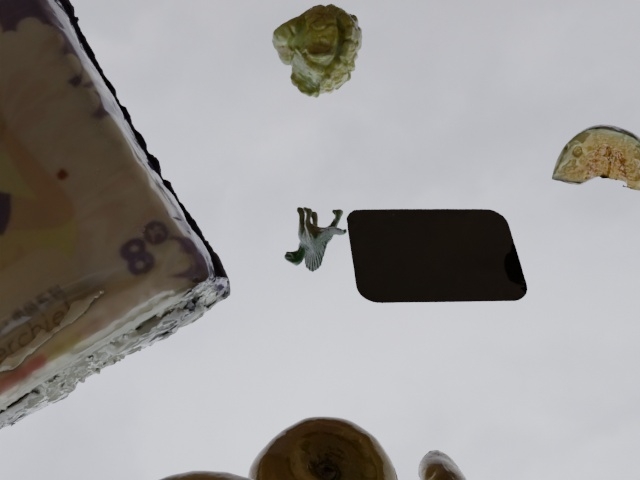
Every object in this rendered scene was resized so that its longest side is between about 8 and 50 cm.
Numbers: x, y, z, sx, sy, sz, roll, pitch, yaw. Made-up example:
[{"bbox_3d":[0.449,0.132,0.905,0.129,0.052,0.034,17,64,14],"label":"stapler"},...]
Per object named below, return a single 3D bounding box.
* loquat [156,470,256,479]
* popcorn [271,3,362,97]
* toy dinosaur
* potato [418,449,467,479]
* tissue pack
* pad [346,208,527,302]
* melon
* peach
[{"bbox_3d":[-0.113,0.318,0.789,0.234,0.176,0.187,-10,-140,-4],"label":"loquat"},{"bbox_3d":[0.007,-0.297,1.285,0.136,0.162,0.141,-26,-119,32],"label":"popcorn"},{"bbox_3d":[0.000,0.000,0.766,0.029,0.060,0.120,5,180,-29],"label":"toy dinosaur"},{"bbox_3d":[0.226,0.444,1.519,0.080,0.107,0.170,-52,-177,-1],"label":"potato"},{"bbox_3d":[-0.253,-0.043,0.648,0.242,0.125,0.343,-31,-98,-1],"label":"tissue pack"},{"bbox_3d":[0.178,0.020,1.270,0.267,0.004,0.181,0,-127,-10],"label":"pad"},{"bbox_3d":[0.442,-0.132,1.249,0.160,0.128,0.079,13,-132,24],"label":"melon"},{"bbox_3d":[0.008,0.399,1.318,0.251,0.153,0.251,5,-136,-5],"label":"peach"}]
